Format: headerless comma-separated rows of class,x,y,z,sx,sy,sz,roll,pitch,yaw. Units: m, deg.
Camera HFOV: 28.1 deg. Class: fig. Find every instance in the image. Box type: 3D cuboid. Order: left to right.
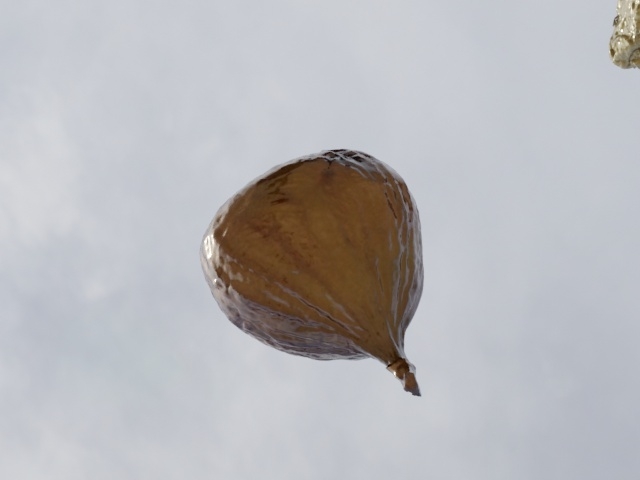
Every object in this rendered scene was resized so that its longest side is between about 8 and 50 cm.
fig,0.025,0.034,0.804,0.146,0.133,0.201,-36,-127,-14

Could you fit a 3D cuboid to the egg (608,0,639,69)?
egg,0.297,-0.174,0.996,0.140,0.116,0.118,1,-109,18
